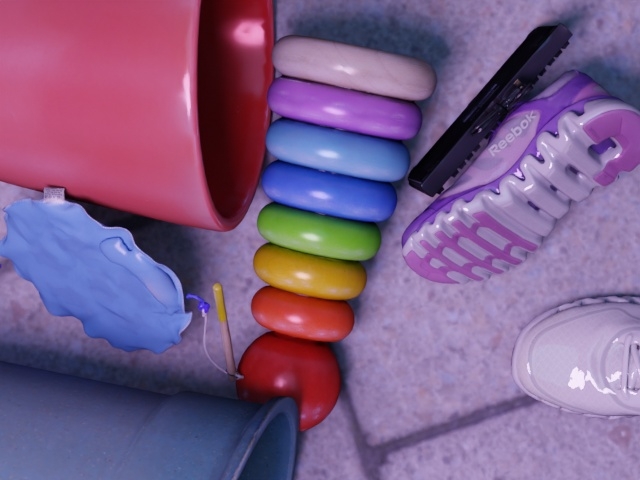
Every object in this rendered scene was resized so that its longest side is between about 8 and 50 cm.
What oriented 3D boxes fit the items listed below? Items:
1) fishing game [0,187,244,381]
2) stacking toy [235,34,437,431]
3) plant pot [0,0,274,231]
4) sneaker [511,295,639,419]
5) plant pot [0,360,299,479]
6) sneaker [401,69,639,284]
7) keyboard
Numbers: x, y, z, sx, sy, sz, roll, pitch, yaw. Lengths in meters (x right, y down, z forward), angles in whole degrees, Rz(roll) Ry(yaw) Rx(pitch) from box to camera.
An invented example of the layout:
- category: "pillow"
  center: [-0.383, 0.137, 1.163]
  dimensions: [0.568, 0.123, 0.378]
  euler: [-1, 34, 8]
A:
- category: "fishing game"
  center: [-0.184, 0.023, 1.361]
  dimensions: [0.264, 0.189, 0.041]
  euler: [17, 55, 21]
- category: "stacking toy"
  center: [0.000, 0.000, 1.397]
  dimensions: [0.141, 0.141, 0.330]
  euler: [11, 96, 2]
- category: "plant pot"
  center: [-0.182, -0.149, 1.345]
  dimensions: [0.243, 0.275, 0.274]
  euler: [3, 88, 12]
- category: "sneaker"
  center: [0.307, 0.106, 1.382]
  dimensions: [0.292, 0.118, 0.110]
  euler: [5, 90, 3]
- category: "plant pot"
  center: [-0.228, 0.243, 1.301]
  dimensions: [0.334, 0.341, 0.341]
  euler: [15, 89, 10]
- category: "sneaker"
  center: [0.164, -0.058, 1.408]
  dimensions: [0.236, 0.104, 0.095]
  euler: [-38, 132, 18]
- category: "keyboard"
  center: [0.145, -0.109, 1.397]
  dimensions: [0.023, 0.108, 0.180]
  euler: [40, 90, -9]
